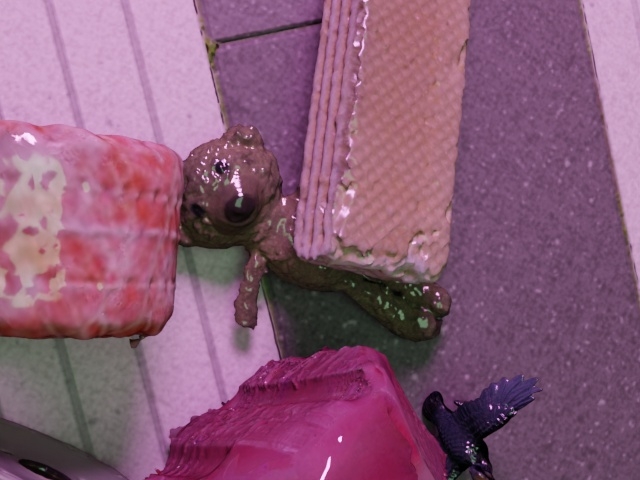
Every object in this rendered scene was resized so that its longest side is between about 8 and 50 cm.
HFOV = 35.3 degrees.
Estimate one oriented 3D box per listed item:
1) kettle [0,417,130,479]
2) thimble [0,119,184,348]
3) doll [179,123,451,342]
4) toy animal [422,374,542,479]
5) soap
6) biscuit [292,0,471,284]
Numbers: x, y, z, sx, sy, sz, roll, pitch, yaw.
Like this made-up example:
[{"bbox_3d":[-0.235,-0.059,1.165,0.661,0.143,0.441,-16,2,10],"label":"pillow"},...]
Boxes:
[{"bbox_3d":[-0.311,0.307,0.793,0.265,0.205,0.318,27,87,-27],"label":"kettle"},{"bbox_3d":[-0.225,-0.003,0.791,0.239,0.239,0.162,6,88,-18],"label":"thimble"},{"bbox_3d":[-0.012,0.013,0.946,0.203,0.091,0.286,-32,112,-2],"label":"doll"},{"bbox_3d":[0.139,0.197,0.987,0.062,0.108,0.220,23,120,-21],"label":"toy animal"},{"bbox_3d":[-0.020,0.184,0.809,0.220,0.325,0.127,-38,97,-24],"label":"soap"},{"bbox_3d":[0.069,-0.175,0.920,0.144,0.078,0.426,13,80,-31],"label":"biscuit"}]
